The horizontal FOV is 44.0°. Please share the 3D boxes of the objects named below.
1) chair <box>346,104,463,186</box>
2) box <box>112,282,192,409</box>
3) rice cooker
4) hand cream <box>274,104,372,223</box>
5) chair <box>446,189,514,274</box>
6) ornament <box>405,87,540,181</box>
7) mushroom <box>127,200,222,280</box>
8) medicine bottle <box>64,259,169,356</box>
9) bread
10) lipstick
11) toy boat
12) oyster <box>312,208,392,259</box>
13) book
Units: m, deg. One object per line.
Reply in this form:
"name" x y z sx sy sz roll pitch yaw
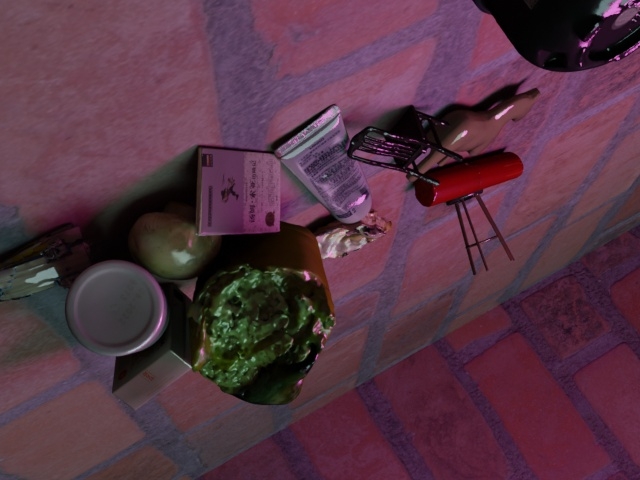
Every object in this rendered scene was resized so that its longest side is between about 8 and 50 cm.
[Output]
"chair" 0.130 -0.174 1.347 0.212 0.101 0.084 14 134 -31
"box" -0.293 0.182 1.392 0.141 0.201 0.058 -37 119 11
"rice cooker" 0.339 -0.355 1.032 0.267 0.224 0.267 -26 161 -10
"hand cream" 0.021 -0.114 1.368 0.124 0.078 0.340 -36 152 1
"chair" 0.360 -0.032 1.857 0.104 0.221 0.095 -16 177 -41
"ornament" 0.297 -0.210 1.526 0.230 0.061 0.245 -9 152 -50
"mushroom" -0.219 0.002 1.189 0.148 0.112 0.148 9 158 4
"medicine bottle" -0.295 0.106 1.196 0.130 0.130 0.341 -28 179 -11
"bread" -0.103 0.101 1.299 0.251 0.208 0.376 -62 -170 14
"lipstick" 0.326 -0.138 1.721 0.280 0.073 0.073 -18 155 -33
"toy boat" -0.414 0.048 1.097 0.210 0.066 0.084 -21 126 -14
"oyster" 0.037 -0.015 1.599 0.209 0.072 0.133 -19 156 8
"book" -0.119 -0.072 1.188 0.014 0.127 0.182 5 -176 36
